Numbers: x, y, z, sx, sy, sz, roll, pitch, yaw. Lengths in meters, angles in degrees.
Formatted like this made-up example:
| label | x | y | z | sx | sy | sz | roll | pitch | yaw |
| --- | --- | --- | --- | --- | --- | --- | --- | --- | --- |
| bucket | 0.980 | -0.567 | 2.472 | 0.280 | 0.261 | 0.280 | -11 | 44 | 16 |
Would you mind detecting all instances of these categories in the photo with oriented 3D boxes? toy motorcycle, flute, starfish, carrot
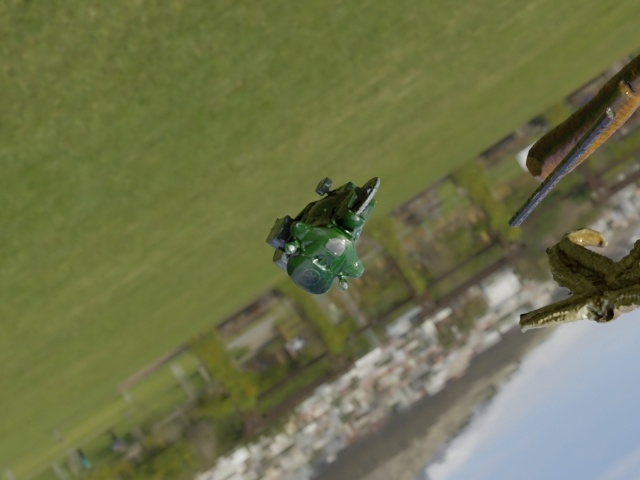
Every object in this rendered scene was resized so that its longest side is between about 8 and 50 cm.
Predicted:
| label | x | y | z | sx | sy | sz | roll | pitch | yaw |
| --- | --- | --- | --- | --- | --- | --- | --- | --- | --- |
| toy motorcycle | 0.000 | 0.000 | 2.159 | 0.187 | 0.125 | 0.275 | -58 | -168 | -18 |
| flute | 0.235 | -0.067 | 1.442 | 0.014 | 0.014 | 0.269 | -32 | 169 | -22 |
| starfish | 0.497 | 0.026 | 2.245 | 0.432 | 0.082 | 0.324 | -27 | -158 | 48 |
| carrot | 0.393 | -0.181 | 1.996 | 0.066 | 0.066 | 0.314 | -31 | 169 | -45 |
